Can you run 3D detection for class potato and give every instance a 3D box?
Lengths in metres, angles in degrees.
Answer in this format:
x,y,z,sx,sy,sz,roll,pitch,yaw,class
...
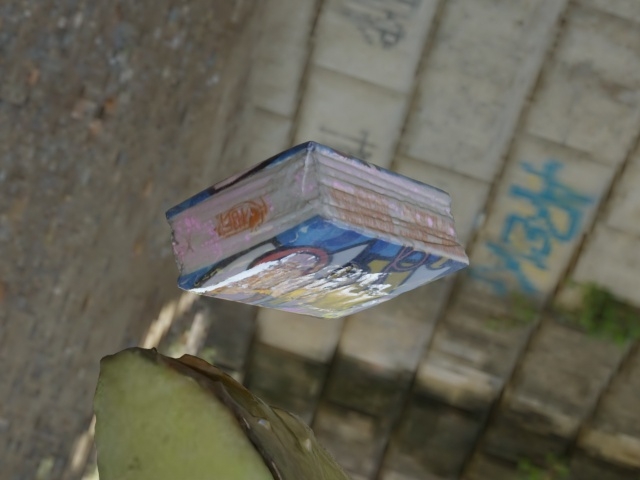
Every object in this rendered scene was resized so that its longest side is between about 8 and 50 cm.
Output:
x,y,z,sx,sy,sz,roll,pitch,yaw,class
-0.010,0.195,0.870,0.255,0.112,0.269,20,62,-69,potato

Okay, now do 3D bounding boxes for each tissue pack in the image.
x,y,z,sx,sy,sz,roll,pitch,yaw,class
0.000,0.000,0.953,0.155,0.115,0.065,14,57,-53,tissue pack
